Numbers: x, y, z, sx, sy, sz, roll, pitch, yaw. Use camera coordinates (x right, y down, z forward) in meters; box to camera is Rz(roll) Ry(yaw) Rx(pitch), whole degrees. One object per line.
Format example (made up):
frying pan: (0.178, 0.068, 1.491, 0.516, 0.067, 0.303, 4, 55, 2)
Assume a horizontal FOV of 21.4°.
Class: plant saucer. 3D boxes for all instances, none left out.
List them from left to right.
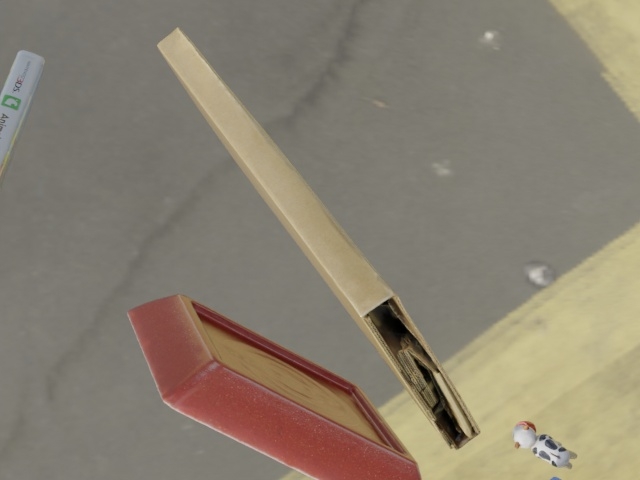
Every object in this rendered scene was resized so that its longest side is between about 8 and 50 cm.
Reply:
plant saucer: (-0.034, 0.137, 1.484, 0.258, 0.259, 0.047, 29, 97, -19)

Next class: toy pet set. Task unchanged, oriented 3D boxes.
toy pet set: (0.128, 0.185, 1.106, 0.114, 0.065, 0.122, 25, 92, 46)

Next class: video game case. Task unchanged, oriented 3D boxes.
video game case: (-0.254, -0.002, 1.211, 0.023, 0.193, 0.212, 20, 133, -9)

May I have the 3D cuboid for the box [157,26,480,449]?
box: (0.000, 0.000, 0.852, 0.021, 0.164, 0.201, -36, 56, -1)
